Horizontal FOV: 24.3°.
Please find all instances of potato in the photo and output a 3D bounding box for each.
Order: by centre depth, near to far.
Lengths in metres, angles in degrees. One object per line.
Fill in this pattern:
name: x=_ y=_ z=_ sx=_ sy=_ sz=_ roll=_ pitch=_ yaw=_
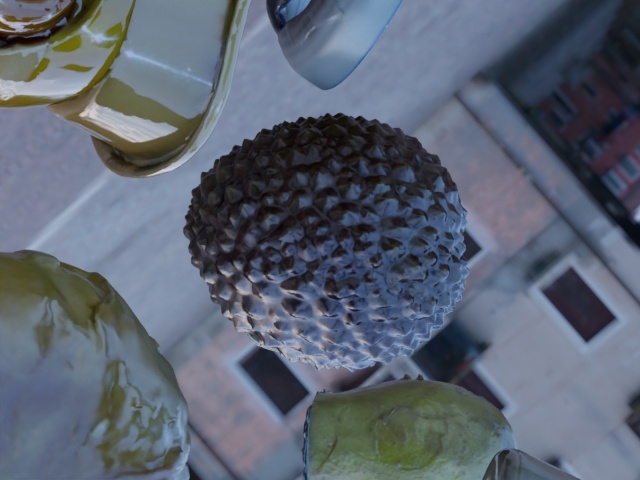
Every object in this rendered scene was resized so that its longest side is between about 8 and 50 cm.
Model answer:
potato: x=0.119 y=0.279 z=1.894 sx=0.266 sy=0.229 sz=0.229 roll=2 pitch=-167 yaw=18

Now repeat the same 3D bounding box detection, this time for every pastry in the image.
pastry: x=-0.218 y=0.145 z=0.890 sx=0.284 sy=0.315 sz=0.184 roll=-22 pitch=-158 yaw=-22

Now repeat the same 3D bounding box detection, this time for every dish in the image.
dish: x=0.006 y=-0.289 z=1.387 sx=0.273 sy=0.134 sz=0.273 roll=-58 pitch=-163 yaw=29

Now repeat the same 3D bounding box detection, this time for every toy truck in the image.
toy truck: x=-0.167 y=-0.196 z=0.936 sx=0.212 sy=0.288 sz=0.204 roll=11 pitch=170 yaw=-37

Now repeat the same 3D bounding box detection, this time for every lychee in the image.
lychee: x=0.000 y=0.000 z=1.434 sx=0.267 sy=0.267 sz=0.267 roll=-41 pitch=178 yaw=-2

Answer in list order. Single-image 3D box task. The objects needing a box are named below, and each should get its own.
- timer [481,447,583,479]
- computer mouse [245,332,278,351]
timer: x=0.203 y=0.233 z=0.819 sx=0.175 sy=0.266 sz=0.175 roll=15 pitch=90 yaw=-87
computer mouse: x=-0.042 y=0.048 z=1.750 sx=0.199 sy=0.102 sz=0.045 roll=-85 pitch=-171 yaw=-46
